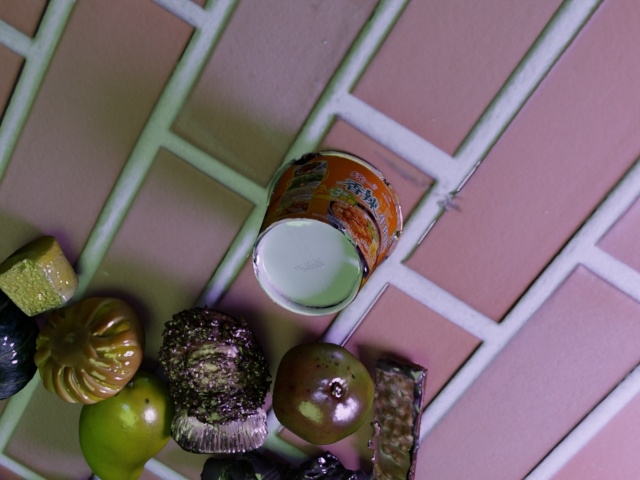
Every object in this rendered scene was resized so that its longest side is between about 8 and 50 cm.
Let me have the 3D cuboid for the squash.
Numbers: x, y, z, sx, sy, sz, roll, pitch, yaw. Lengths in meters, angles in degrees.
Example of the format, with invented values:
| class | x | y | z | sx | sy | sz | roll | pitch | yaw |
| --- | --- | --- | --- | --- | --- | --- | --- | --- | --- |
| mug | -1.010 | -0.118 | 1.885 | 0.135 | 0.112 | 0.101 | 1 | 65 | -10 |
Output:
| class | x | y | z | sx | sy | sz | roll | pitch | yaw |
| --- | --- | --- | --- | --- | --- | --- | --- | --- | --- |
| squash | -0.638 | 0.184 | 1.905 | 0.252 | 0.165 | 0.252 | 6 | 122 | 10 |

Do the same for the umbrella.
| class | x | y | z | sx | sy | sz | roll | pitch | yaw |
| --- | --- | --- | --- | --- | --- | --- | --- | --- | --- |
| umbrella | -0.066 | 0.443 | 1.921 | 0.336 | 0.154 | 0.128 | 18 | 155 | 28 |

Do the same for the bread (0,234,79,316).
| class | x | y | z | sx | sy | sz | roll | pitch | yaw |
| --- | --- | --- | --- | --- | --- | --- | --- | --- | --- |
| bread | -0.500 | 0.058 | 1.828 | 0.129 | 0.111 | 0.114 | -18 | 116 | 22 |

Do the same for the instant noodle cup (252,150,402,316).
| class | x | y | z | sx | sy | sz | roll | pitch | yaw |
| --- | --- | --- | --- | --- | --- | --- | --- | --- | --- |
| instant noodle cup | 0.000 | 0.000 | 1.611 | 0.230 | 0.182 | 0.230 | 7 | 121 | 13 |

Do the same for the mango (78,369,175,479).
| class | x | y | z | sx | sy | sz | roll | pitch | yaw |
| --- | --- | --- | --- | --- | --- | --- | --- | --- | --- |
| mango | -0.370 | 0.355 | 1.941 | 0.175 | 0.143 | 0.293 | 29 | 130 | 5 |

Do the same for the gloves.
| class | x | y | z | sx | sy | sz | roll | pitch | yaw |
| --- | --- | --- | --- | --- | --- | --- | --- | --- | --- |
| gloves | -0.189 | 0.238 | 1.823 | 0.210 | 0.135 | 0.312 | 11 | 120 | 9 |

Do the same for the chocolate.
| class | x | y | z | sx | sy | sz | roll | pitch | yaw |
| --- | --- | --- | --- | --- | --- | --- | --- | --- | --- |
| chocolate | 0.140 | 0.343 | 1.834 | 0.102 | 0.065 | 0.329 | 18 | 123 | 28 |

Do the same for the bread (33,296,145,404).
| class | x | y | z | sx | sy | sz | roll | pitch | yaw |
| --- | --- | --- | --- | --- | --- | --- | --- | --- | --- |
| bread | -0.417 | 0.192 | 1.833 | 0.213 | 0.213 | 0.105 | -7 | 161 | 20 |

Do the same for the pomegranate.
| class | x | y | z | sx | sy | sz | roll | pitch | yaw |
| --- | --- | --- | --- | --- | --- | --- | --- | --- | --- |
| pomegranate | -0.004 | 0.265 | 1.783 | 0.180 | 0.180 | 0.209 | 33 | 160 | -3 |
